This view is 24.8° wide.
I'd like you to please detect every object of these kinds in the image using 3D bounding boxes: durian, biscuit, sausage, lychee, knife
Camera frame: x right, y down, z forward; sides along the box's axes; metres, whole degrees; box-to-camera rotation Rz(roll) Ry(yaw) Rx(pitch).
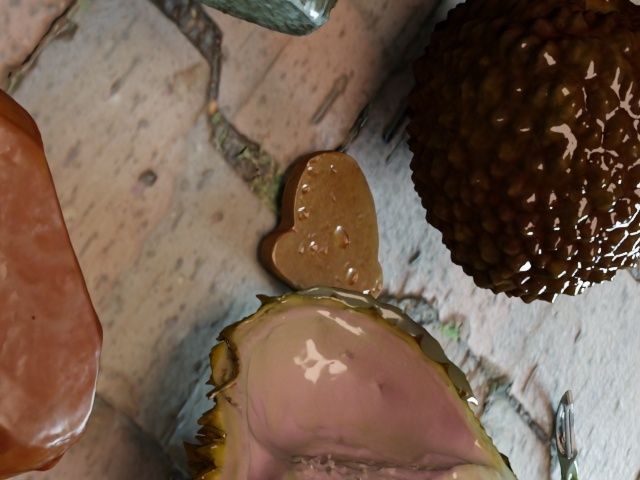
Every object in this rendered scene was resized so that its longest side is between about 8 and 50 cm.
[{"bbox_3d":[0.004,0.128,1.075,0.305,0.185,0.196,-8,79,-33],"label":"durian"},{"bbox_3d":[-0.001,0.000,1.146,0.118,0.023,0.140,-15,106,-41],"label":"biscuit"},{"bbox_3d":[-0.220,0.019,0.849,0.153,0.141,0.268,-32,114,-37],"label":"sausage"},{"bbox_3d":[0.186,-0.080,1.176,0.267,0.267,0.268,-7,100,-44],"label":"lychee"},{"bbox_3d":[0.241,0.229,1.414,0.022,0.026,0.184,-6,104,-4],"label":"knife"}]

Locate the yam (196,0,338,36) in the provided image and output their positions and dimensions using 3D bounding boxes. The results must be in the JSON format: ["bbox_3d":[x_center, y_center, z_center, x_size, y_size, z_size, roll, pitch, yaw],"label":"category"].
[{"bbox_3d":[-0.031,-0.322,0.940,0.241,0.241,0.348,28,78,-43],"label":"yam"}]
